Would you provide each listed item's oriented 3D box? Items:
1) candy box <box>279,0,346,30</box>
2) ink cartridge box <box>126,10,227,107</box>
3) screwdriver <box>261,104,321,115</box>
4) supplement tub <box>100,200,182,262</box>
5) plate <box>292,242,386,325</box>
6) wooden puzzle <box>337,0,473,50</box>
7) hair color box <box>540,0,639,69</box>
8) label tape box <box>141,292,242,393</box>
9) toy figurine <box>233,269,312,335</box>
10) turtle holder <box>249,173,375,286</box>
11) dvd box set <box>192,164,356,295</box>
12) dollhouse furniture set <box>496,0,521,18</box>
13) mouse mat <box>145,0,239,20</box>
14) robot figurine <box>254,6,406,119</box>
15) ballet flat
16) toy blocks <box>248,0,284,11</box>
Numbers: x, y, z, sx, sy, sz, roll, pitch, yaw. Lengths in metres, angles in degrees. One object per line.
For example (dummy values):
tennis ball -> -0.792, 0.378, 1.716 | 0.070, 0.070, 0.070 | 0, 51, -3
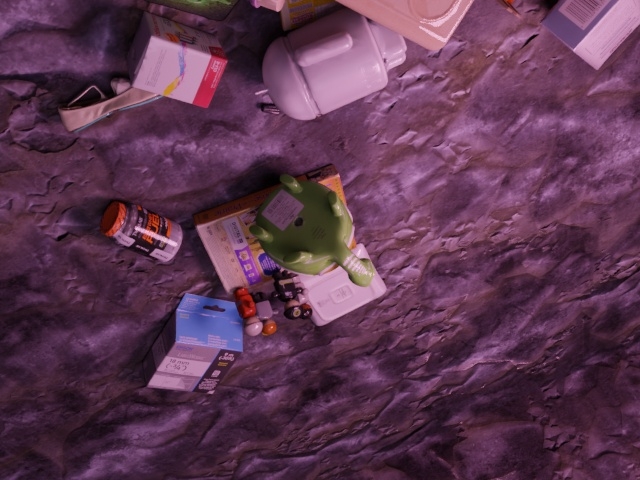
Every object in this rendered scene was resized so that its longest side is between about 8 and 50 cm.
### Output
candy box -> 0.004, -0.553, 1.569 | 0.206, 0.027, 0.105 | -18, 140, -8
ink cartridge box -> -0.318, -0.394, 1.509 | 0.176, 0.128, 0.127 | 10, 126, -31
screwdriver -> -0.074, -0.330, 1.761 | 0.170, 0.025, 0.024 | -2, 132, -33
supplement tub -> -0.468, -0.025, 1.803 | 0.190, 0.117, 0.117 | 26, 117, -39
plate -> 0.063, 0.162, 2.260 | 0.278, 0.045, 0.277 | -27, 137, 4
wooden puzzle -> 0.203, -0.599, 1.402 | 0.322, 0.080, 0.348 | 19, 124, -26
hair color box -> 0.677, -0.543, 1.684 | 0.185, 0.113, 0.374 | -50, 161, 24
label tape box -> -0.385, 0.336, 2.188 | 0.240, 0.106, 0.334 | 15, 124, -34
toy figurine -> -0.135, 0.200, 2.081 | 0.213, 0.148, 0.209 | -25, 163, 9
turtle holder -> -0.001, -0.018, 1.805 | 0.320, 0.243, 0.227 | 6, 162, 21
dvd box set -> -0.120, -0.024, 1.993 | 0.420, 0.062, 0.308 | -21, 136, -3
dollhouse furniture set -> 0.524, -0.624, 1.569 | 0.262, 0.135, 0.259 | -50, 162, 25
mouse mat -> -0.264, -0.517, 1.443 | 0.189, 0.007, 0.152 | 8, 163, -28
robot figurine -> 0.017, -0.404, 1.582 | 0.353, 0.200, 0.300 | -23, 173, 6
ballet flat -> -0.474, -0.321, 1.555 | 0.248, 0.086, 0.086 | -23, 136, -1
toy blocks -> -0.139, -0.620, 1.286 | 0.260, 0.309, 0.288 | 23, 136, 8
